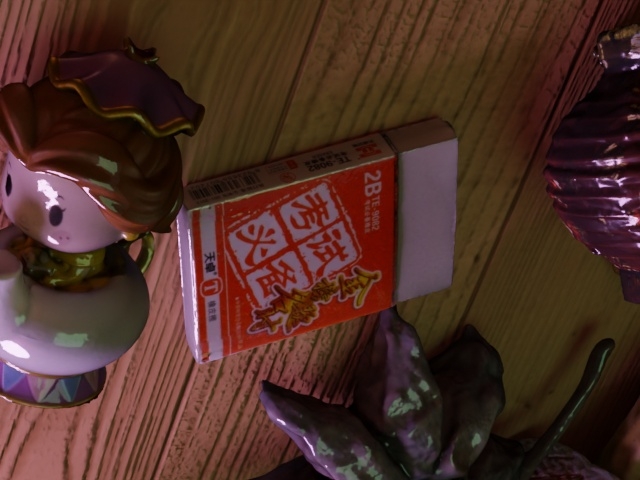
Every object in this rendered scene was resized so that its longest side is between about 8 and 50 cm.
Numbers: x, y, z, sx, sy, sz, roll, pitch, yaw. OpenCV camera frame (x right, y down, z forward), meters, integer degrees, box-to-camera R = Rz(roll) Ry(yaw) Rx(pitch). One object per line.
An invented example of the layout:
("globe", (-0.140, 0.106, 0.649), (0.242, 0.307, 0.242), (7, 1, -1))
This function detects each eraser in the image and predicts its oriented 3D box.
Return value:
("eraser", (0.000, 0.000, 1.428), (0.230, 0.038, 0.157), (-16, 130, -18))

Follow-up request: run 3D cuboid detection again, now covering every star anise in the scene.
("star anise", (0.082, 0.183, 1.552), (0.359, 0.139, 0.316), (-53, 135, 4))

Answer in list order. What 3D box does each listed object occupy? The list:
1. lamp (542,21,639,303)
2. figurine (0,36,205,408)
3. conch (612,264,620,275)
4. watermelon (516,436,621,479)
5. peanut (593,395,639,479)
("lamp", (0.293, -0.069, 1.422), (0.247, 0.247, 0.247), (-16, 131, -19))
("figurine", (-0.170, -0.017, 1.250), (0.189, 0.142, 0.263), (-29, 143, -54))
("conch", (0.388, -0.023, 1.572), (0.255, 0.127, 0.158), (-46, 134, 10))
("watermelon", (0.209, 0.296, 1.702), (0.261, 0.213, 0.201), (32, 89, -48))
("peanut", (0.350, 0.194, 1.710), (0.140, 0.153, 0.325), (28, 113, -2))
